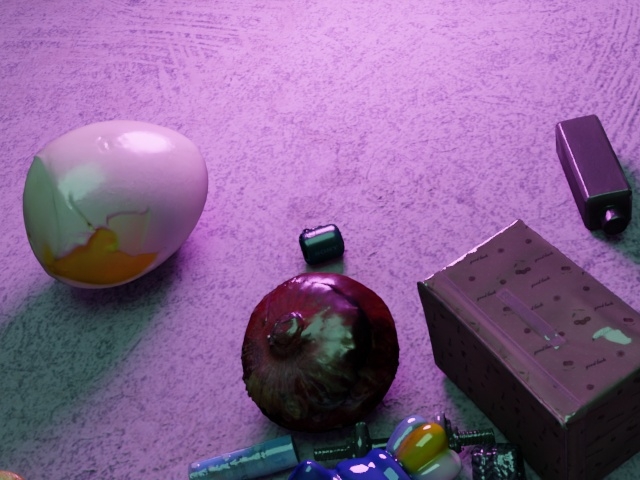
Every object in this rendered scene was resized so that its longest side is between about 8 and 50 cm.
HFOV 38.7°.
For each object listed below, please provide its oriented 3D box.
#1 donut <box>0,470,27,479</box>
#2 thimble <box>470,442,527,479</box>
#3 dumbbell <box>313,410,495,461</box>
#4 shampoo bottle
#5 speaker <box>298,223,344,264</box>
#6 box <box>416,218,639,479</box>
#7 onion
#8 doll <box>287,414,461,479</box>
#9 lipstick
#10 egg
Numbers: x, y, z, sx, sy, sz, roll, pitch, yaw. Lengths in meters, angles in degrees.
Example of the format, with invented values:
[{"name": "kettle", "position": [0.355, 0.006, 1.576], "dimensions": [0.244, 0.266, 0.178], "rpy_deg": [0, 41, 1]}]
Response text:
[{"name": "donut", "position": [-0.481, 0.407, 1.345], "dimensions": [0.140, 0.059, 0.140], "rpy_deg": [-6, 47, 6]}, {"name": "thimble", "position": [0.238, 0.319, 1.198], "dimensions": [0.066, 0.104, 0.095], "rpy_deg": [-11, 4, 18]}, {"name": "dumbbell", "position": [0.115, 0.286, 1.271], "dimensions": [0.254, 0.082, 0.082], "rpy_deg": [-8, 46, 8]}, {"name": "shampoo bottle", "position": [0.467, -0.108, 1.551], "dimensions": [0.079, 0.080, 0.246], "rpy_deg": [-12, 45, 7]}, {"name": "speaker", "position": [-0.001, -0.005, 1.599], "dimensions": [0.075, 0.060, 0.094], "rpy_deg": [-18, 45, -3]}, {"name": "box", "position": [0.303, 0.160, 1.236], "dimensions": [0.190, 0.225, 0.297], "rpy_deg": [-31, 48, -13]}, {"name": "onion", "position": [-0.007, 0.163, 1.350], "dimensions": [0.246, 0.190, 0.246], "rpy_deg": [-11, 59, 19]}, {"name": "doll", "position": [0.056, 0.410, 1.120], "dimensions": [0.376, 0.187, 0.366], "rpy_deg": [-3, 54, -11]}, {"name": "lipstick", "position": [-0.111, 0.325, 1.322], "dimensions": [0.158, 0.048, 0.048], "rpy_deg": [-16, 45, 1]}, {"name": "egg", "position": [-0.359, -0.073, 1.617], "dimensions": [0.345, 0.283, 0.283], "rpy_deg": [-26, 44, -27]}]
